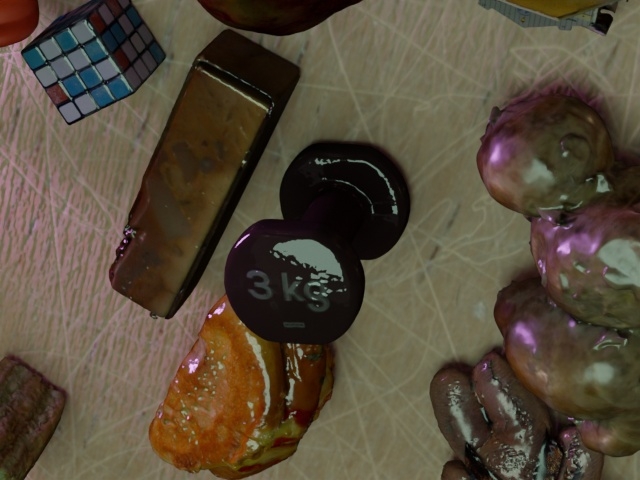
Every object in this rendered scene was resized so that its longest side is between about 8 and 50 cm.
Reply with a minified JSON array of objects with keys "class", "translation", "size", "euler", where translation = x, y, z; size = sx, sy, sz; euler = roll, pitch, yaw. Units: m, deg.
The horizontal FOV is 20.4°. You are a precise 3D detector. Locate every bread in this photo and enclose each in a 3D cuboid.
[{"class":"bread","translation":[-0.378,0.242,2.043],"size":[0.102,0.196,0.138],"euler":[31,118,-4]}]

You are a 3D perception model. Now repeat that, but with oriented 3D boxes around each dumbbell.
[{"class":"dumbbell","translation":[0.000,0.000,1.765],"size":[0.140,0.225,0.124],"euler":[4,117,15]}]

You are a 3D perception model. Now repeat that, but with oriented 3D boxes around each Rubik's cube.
[{"class":"Rubik's cube","translation":[-0.230,-0.189,1.815],"size":[0.092,0.092,0.092],"euler":[-23,109,28]}]

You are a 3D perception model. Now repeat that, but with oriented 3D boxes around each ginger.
[{"class":"ginger","translation":[0.273,0.045,1.745],"size":[0.256,0.176,0.375],"euler":[15,125,31]}]

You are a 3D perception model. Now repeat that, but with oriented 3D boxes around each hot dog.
[{"class":"hot dog","translation":[-0.073,0.163,1.935],"size":[0.153,0.150,0.256],"euler":[35,123,9]}]

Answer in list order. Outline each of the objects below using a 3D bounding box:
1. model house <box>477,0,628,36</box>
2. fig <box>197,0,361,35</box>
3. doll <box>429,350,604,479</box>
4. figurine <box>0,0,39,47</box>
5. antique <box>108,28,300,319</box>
[{"class":"model house","translation":[0.177,-0.250,1.623],"size":[0.219,0.207,0.136],"euler":[15,149,9]},{"class":"fig","translation":[-0.060,-0.354,1.635],"size":[0.217,0.217,0.320],"euler":[-29,84,29]},{"class":"doll","translation":[0.209,0.274,1.897],"size":[0.201,0.156,0.303],"euler":[-23,104,34]},{"class":"figurine","translation":[-0.419,-0.212,1.819],"size":[0.257,0.181,0.208],"euler":[-52,57,28]},{"class":"antique","translation":[-0.129,-0.062,1.856],"size":[0.093,0.087,0.310],"euler":[29,123,3]}]
